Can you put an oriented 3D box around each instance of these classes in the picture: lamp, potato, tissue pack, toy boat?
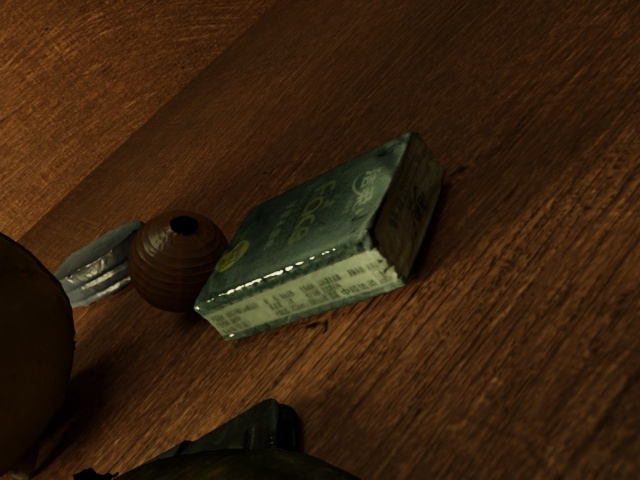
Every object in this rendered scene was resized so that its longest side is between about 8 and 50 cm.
[{"bbox_3d":[-0.183,0.026,0.958,0.136,0.136,0.136,-33,24,17],"label":"lamp"},{"bbox_3d":[-0.532,0.211,0.878,0.442,0.385,0.319,-27,36,8],"label":"potato"},{"bbox_3d":[0.000,0.000,0.800,0.257,0.081,0.185,-22,29,38],"label":"tissue pack"},{"bbox_3d":[-0.366,0.040,1.281,0.283,0.078,0.127,-23,25,36],"label":"toy boat"}]

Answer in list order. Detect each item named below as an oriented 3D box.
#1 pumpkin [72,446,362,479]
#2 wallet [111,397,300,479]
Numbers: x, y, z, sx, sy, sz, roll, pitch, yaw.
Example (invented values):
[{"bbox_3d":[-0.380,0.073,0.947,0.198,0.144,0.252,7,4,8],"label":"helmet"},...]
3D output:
[{"bbox_3d":[-0.062,0.236,0.313,0.321,0.192,0.320,-23,27,13],"label":"pumpkin"},{"bbox_3d":[-0.153,0.254,0.623,0.318,0.045,0.172,-32,26,14],"label":"wallet"}]
